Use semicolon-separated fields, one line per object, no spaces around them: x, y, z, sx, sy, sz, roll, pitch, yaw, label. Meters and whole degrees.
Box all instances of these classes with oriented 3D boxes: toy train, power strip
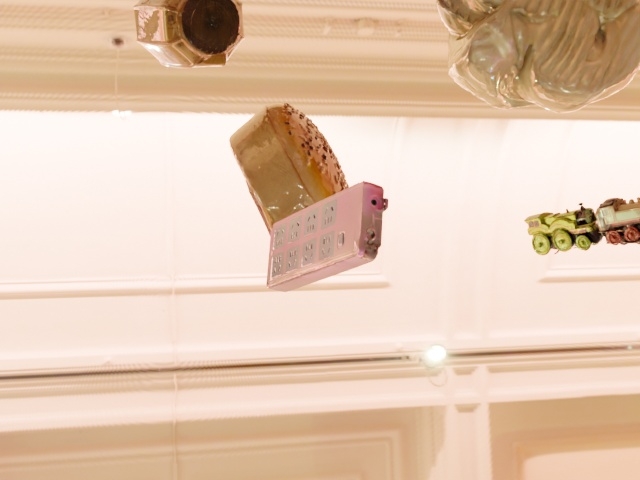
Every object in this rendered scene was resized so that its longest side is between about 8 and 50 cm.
0.454;-0.023;1.283;0.053;0.250;0.085;-20;-84;-37;toy train
0.000;0.000;1.122;0.037;0.279;0.109;15;-111;-29;power strip

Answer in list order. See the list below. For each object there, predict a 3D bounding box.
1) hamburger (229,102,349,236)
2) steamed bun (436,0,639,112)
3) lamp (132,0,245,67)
-0.046;-0.113;1.454;0.176;0.300;0.300;-24;-90;1;hamburger
0.344;-0.369;1.253;0.352;0.247;0.339;8;-92;-4;steamed bun
-0.221;-0.366;1.302;0.161;0.185;0.161;-8;-74;-30;lamp
